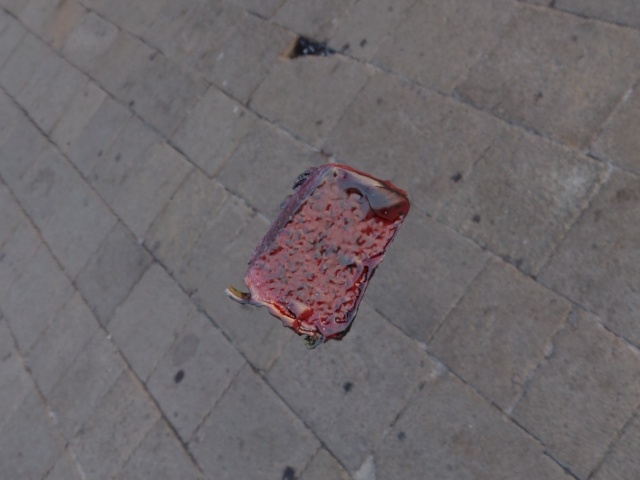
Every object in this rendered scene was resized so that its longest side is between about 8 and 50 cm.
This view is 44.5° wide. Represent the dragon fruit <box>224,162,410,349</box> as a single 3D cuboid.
[{"bbox_3d":[0.000,0.000,0.638,0.147,0.102,0.096,-55,17,9],"label":"dragon fruit"}]
